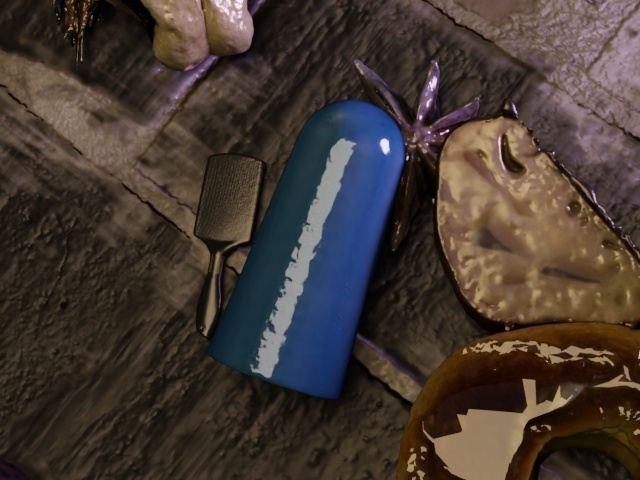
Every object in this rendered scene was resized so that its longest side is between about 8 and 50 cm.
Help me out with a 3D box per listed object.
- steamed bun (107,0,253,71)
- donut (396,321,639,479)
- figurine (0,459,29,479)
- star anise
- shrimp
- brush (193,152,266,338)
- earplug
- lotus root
[{"bbox_3d":[-0.135,-0.253,1.872,0.172,0.141,0.155,-19,87,-17],"label":"steamed bun"},{"bbox_3d":[0.236,0.219,1.636,0.330,0.160,0.330,-1,83,9],"label":"donut"},{"bbox_3d":[-0.239,0.318,1.668,0.365,0.206,0.218,7,48,14],"label":"figurine"},{"bbox_3d":[0.085,-0.082,1.805,0.204,0.061,0.180,34,78,18],"label":"star anise"},{"bbox_3d":[-0.252,-0.290,1.945,0.090,0.079,0.232,-7,76,16],"label":"shrimp"},{"bbox_3d":[-0.100,0.005,1.845,0.063,0.016,0.193,7,74,15],"label":"brush"},{"bbox_3d":[0.000,0.000,1.727,0.132,0.132,0.273,20,93,18],"label":"earplug"},{"bbox_3d":[0.195,0.006,1.715,0.170,0.074,0.260,-32,84,-9],"label":"lotus root"}]
